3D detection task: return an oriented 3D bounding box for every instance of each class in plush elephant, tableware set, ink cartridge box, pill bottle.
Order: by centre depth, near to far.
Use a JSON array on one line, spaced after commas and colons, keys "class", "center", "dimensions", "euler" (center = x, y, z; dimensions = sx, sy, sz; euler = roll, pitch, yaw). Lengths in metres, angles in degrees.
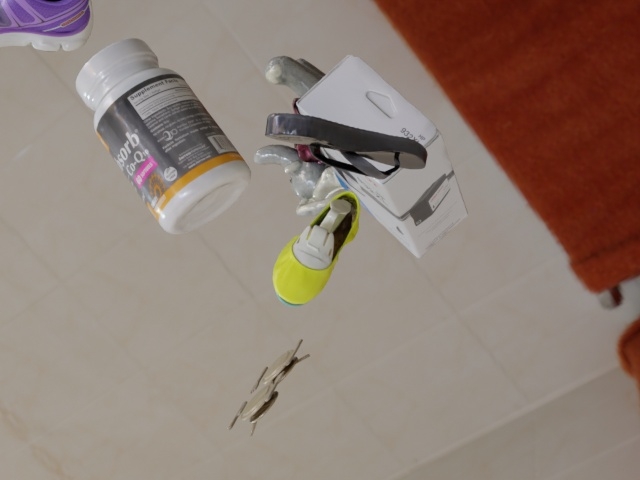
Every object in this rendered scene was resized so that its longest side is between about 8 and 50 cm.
[{"class": "pill bottle", "center": [-0.243, -0.160, 1.563], "dimensions": [0.278, 0.162, 0.162], "euler": [53, -158, 13]}, {"class": "ink cartridge box", "center": [0.109, -0.133, 1.719], "dimensions": [0.223, 0.129, 0.307], "euler": [46, 175, 27]}, {"class": "tableware set", "center": [-0.087, 0.275, 1.909], "dimensions": [0.039, 0.128, 0.194], "euler": [43, -144, -8]}, {"class": "plush elephant", "center": [-0.010, -0.195, 2.113], "dimensions": [0.330, 0.255, 0.272], "euler": [33, -169, -3]}]

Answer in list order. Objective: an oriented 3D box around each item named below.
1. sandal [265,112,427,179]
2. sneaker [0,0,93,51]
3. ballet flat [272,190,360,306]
[{"class": "sandal", "center": [0.030, -0.107, 1.253], "dimensions": [0.254, 0.097, 0.055], "euler": [7, -91, -44]}, {"class": "sneaker", "center": [-0.291, -0.213, 0.922], "dimensions": [0.169, 0.071, 0.068], "euler": [-5, -139, -16]}, {"class": "ballet flat", "center": [0.000, 0.000, 1.425], "dimensions": [0.077, 0.077, 0.231], "euler": [28, -143, 7]}]
